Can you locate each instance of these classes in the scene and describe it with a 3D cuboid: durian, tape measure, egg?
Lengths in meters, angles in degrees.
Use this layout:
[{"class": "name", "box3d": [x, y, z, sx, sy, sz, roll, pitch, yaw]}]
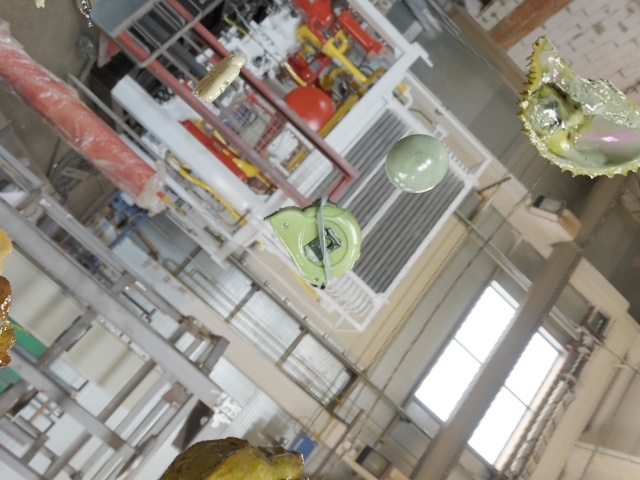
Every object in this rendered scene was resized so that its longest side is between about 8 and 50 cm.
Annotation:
[{"class": "durian", "box3d": [0.468, -0.225, 0.911, 0.172, 0.306, 0.166, -47, -179, 0]}, {"class": "tape measure", "box3d": [0.000, 0.000, 1.087, 0.175, 0.200, 0.106, -27, -172, 6]}, {"class": "egg", "box3d": [0.251, -0.200, 1.316, 0.192, 0.149, 0.149, -17, 165, -42]}]

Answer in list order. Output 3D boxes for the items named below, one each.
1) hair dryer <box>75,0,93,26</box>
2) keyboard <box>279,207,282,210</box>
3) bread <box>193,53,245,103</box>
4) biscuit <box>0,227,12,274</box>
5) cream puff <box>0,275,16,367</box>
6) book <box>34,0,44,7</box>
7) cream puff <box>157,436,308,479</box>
[{"class": "hair dryer", "box3d": [-0.642, -0.719, 1.390, 0.195, 0.248, 0.078, -18, -157, -20]}, {"class": "keyboard", "box3d": [-0.043, -0.004, 1.501, 0.027, 0.106, 0.317, -16, 161, 15]}, {"class": "bread", "box3d": [-0.304, -0.490, 1.520, 0.182, 0.039, 0.251, -48, -150, 1]}, {"class": "biscuit", "box3d": [-0.395, 0.039, 0.447, 0.040, 0.144, 0.236, -32, -173, 41]}, {"class": "cream puff", "box3d": [-0.522, 0.149, 0.642, 0.155, 0.241, 0.269, 33, -58, 45]}, {"class": "book", "box3d": [-0.445, -0.456, 0.743, 0.014, 0.181, 0.127, -22, -176, -26]}, {"class": "cream puff", "box3d": [-0.103, 0.367, 0.667, 0.196, 0.244, 0.244, -56, -174, 9]}]
